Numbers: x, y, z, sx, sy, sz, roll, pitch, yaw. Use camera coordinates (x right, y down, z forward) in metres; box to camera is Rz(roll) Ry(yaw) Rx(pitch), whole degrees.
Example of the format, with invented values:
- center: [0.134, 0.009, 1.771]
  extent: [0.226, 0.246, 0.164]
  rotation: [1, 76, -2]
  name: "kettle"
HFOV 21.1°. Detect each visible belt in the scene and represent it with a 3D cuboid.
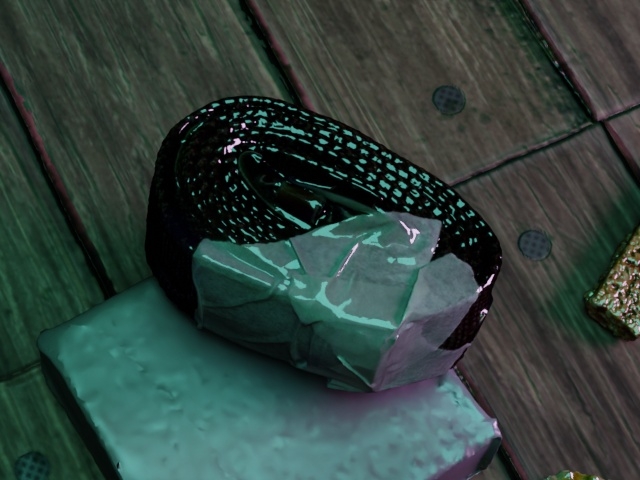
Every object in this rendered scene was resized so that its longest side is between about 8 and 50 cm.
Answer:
- center: [0.000, 0.000, 1.372]
  extent: [0.289, 0.164, 0.184]
  rotation: [25, 56, 7]
  name: "belt"

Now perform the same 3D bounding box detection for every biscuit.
- center: [0.314, 0.004, 1.589]
  extent: [0.064, 0.034, 0.199]
  rotation: [35, 66, 9]
  name: "biscuit"

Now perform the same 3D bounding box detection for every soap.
- center: [-0.046, 0.136, 1.447]
  extent: [0.296, 0.107, 0.285]
  rotation: [-27, 72, -18]
  name: "soap"

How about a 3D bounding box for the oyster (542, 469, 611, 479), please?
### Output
- center: [0.217, 0.260, 1.465]
  extent: [0.146, 0.045, 0.122]
  rotation: [-30, 59, -19]
  name: "oyster"
